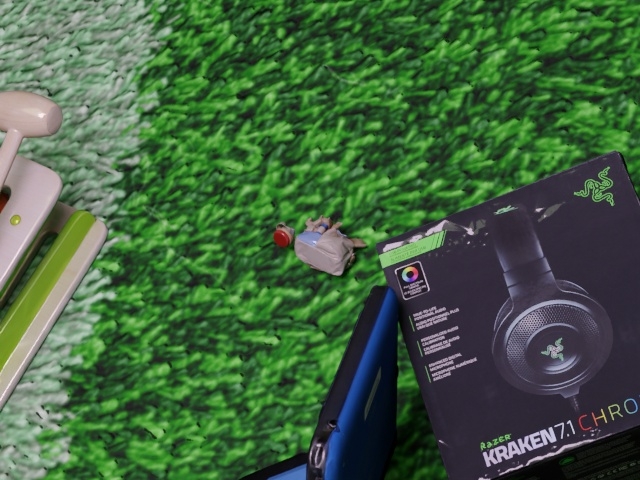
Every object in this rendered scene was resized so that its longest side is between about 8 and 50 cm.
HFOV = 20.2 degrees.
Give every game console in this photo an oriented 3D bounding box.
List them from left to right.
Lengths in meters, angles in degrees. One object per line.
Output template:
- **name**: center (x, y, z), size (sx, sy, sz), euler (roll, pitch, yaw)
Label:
- **game console**: center (-0.040, 0.200, 1.545), size (0.173, 0.250, 0.293), euler (5, 27, 11)

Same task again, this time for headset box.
- **headset box**: center (0.208, 0.085, 1.633), size (0.246, 0.131, 0.283), euler (-21, 59, 8)

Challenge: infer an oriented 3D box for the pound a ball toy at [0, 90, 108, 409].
- **pound a ball toy**: center (-0.357, 0.014, 1.827), size (0.136, 0.208, 0.319), euler (22, 74, 27)

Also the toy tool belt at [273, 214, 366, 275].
- **toy tool belt**: center (0.000, 0.000, 1.805), size (0.083, 0.052, 0.051), euler (25, 44, 25)
